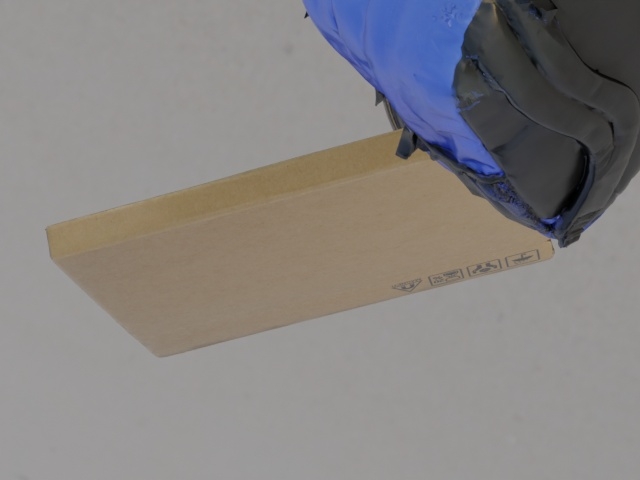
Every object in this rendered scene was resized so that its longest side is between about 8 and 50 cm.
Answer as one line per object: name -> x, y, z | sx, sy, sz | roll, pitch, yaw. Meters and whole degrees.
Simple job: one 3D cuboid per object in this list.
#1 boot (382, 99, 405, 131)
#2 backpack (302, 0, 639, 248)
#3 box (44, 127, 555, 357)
boot -> 0.105, -0.148, 1.387 | 0.106, 0.082, 0.219 | 45, 143, 47
backpack -> 0.044, -0.066, 0.445 | 0.101, 0.098, 0.120 | 32, 178, 27
box -> 0.000, 0.000, 0.763 | 0.201, 0.021, 0.164 | -14, 160, 6
